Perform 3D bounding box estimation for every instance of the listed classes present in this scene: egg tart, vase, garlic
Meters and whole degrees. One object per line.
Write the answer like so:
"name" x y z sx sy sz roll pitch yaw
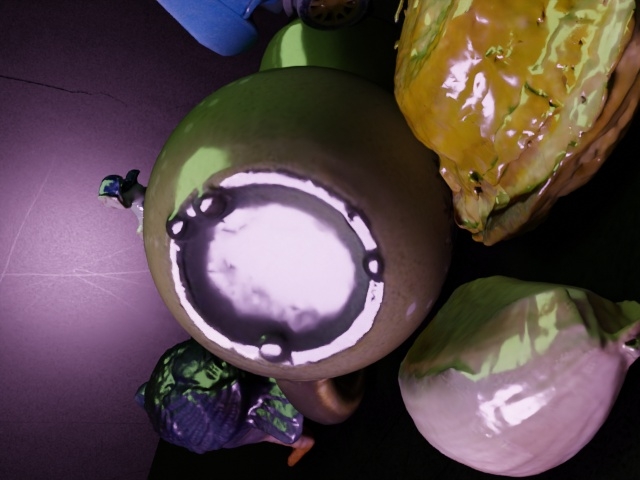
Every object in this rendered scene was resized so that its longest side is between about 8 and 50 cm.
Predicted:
"egg tart" 0.120 -0.144 0.650 0.295 0.116 0.294 -162 90 -78
"vase" 0.000 0.000 0.863 0.302 0.241 0.329 -68 -26 -63
"garlic" 0.096 0.071 0.540 0.101 0.087 0.195 -63 6 -11

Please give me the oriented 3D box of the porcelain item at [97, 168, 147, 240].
"porcelain item" -0.133 -0.032 0.853 0.136 0.021 0.075 55 -137 -54

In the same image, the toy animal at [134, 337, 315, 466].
"toy animal" -0.090 0.164 1.054 0.298 0.186 0.122 142 144 -72

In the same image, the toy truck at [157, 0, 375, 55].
"toy truck" 0.005 -0.284 0.720 0.367 0.175 0.146 -41 48 41
